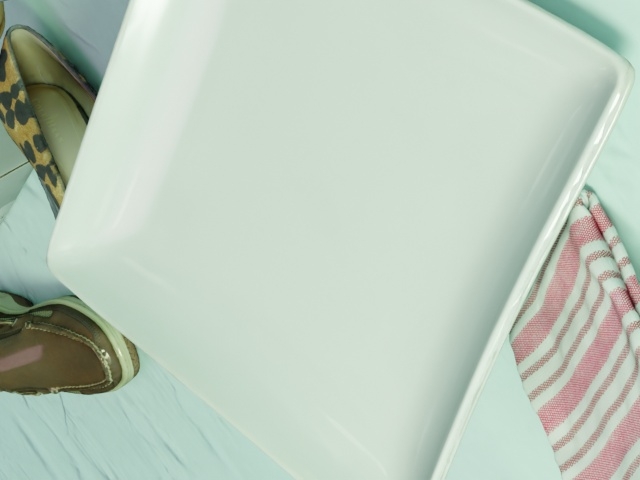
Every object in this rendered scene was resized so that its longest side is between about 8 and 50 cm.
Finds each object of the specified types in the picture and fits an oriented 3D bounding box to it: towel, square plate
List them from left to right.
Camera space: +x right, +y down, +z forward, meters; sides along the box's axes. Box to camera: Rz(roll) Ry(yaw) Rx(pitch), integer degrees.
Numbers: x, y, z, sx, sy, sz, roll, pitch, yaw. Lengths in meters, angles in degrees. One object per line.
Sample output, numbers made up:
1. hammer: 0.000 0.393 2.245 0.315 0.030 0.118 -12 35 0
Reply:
1. square plate: -0.002 -0.039 1.168 0.347 0.049 0.344 37 119 29
2. towel: 0.160 0.087 1.101 0.144 0.029 0.197 110 149 -49

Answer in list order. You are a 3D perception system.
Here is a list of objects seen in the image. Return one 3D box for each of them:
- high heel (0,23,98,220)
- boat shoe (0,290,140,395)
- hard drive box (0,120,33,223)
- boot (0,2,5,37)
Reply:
1. high heel: -0.158 -0.062 1.413 0.261 0.093 0.186 18 132 52
2. boat shoe: -0.260 0.107 1.692 0.257 0.095 0.095 0 118 53
3. hard drive box: -0.364 -0.108 1.651 0.232 0.089 0.181 54 148 5
4. boot: -0.262 -0.280 1.352 0.236 0.089 0.269 61 147 4
